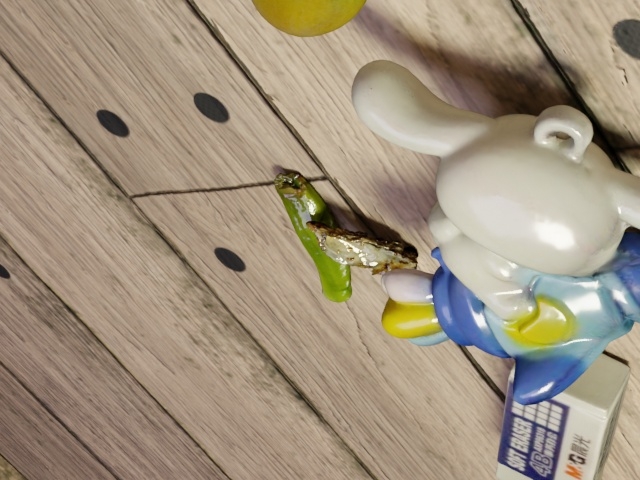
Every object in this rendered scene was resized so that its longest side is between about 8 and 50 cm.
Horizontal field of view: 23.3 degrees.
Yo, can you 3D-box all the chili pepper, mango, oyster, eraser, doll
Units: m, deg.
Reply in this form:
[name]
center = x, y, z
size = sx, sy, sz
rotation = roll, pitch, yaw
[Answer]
[chili pepper]
center = 0.000, 0.000, 1.843
size = 0.052, 0.050, 0.202
rotation = -19, 132, 7
[mango]
center = -0.008, -0.265, 1.406
size = 0.130, 0.092, 0.195
rotation = 27, 142, 17
[oyster]
center = 0.052, 0.007, 1.785
size = 0.132, 0.029, 0.086
rotation = 34, 145, -26
[eraser]
center = 0.283, 0.220, 1.842
size = 0.124, 0.081, 0.279
rotation = 24, 150, 17
[doll]
center = 0.210, 0.002, 1.515
size = 0.376, 0.187, 0.366
rotation = 34, 143, 26
